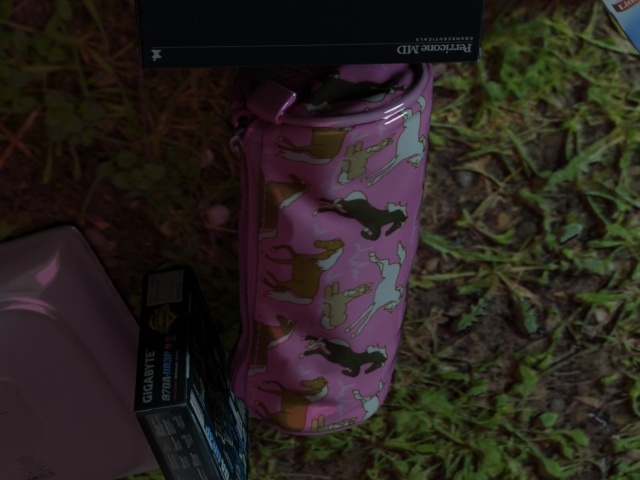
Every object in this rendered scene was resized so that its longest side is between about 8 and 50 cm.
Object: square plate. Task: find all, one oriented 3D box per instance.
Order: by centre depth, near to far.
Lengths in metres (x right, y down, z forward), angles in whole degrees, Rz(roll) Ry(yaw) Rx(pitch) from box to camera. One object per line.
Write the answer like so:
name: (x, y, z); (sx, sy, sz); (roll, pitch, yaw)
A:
square plate: (-0.327, 0.159, 1.485); (0.347, 0.049, 0.344); (-16, 131, 12)

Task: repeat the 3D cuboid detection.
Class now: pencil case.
pencil case: (0.000, 0.000, 1.286); (0.167, 0.160, 0.386); (9, 133, 6)

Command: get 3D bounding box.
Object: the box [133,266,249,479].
box: (-0.117, 0.161, 1.414); (0.051, 0.175, 0.220); (-11, 133, 7)

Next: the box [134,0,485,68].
box: (-0.009, -0.229, 1.113); (0.261, 0.103, 0.184); (-1, 129, -3)

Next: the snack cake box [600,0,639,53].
snack cake box: (0.325, -0.249, 1.101); (0.264, 0.089, 0.152); (-28, 144, 21)
